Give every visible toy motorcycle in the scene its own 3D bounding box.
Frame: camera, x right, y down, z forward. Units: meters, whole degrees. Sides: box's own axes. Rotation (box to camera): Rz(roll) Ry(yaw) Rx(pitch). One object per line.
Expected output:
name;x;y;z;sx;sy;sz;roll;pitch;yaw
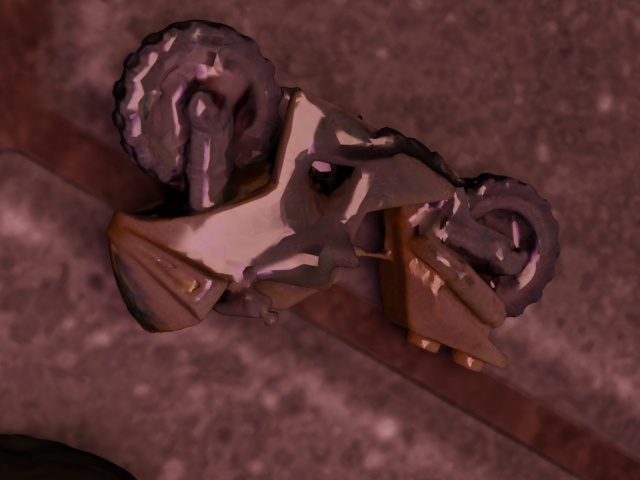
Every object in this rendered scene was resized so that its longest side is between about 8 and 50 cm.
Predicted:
toy motorcycle;0.000;0.000;0.582;0.229;0.094;0.129;25;87;-27

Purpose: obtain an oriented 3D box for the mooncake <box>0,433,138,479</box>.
mooncake;-0.124;0.166;0.534;0.175;0.104;0.168;-10;97;-12
